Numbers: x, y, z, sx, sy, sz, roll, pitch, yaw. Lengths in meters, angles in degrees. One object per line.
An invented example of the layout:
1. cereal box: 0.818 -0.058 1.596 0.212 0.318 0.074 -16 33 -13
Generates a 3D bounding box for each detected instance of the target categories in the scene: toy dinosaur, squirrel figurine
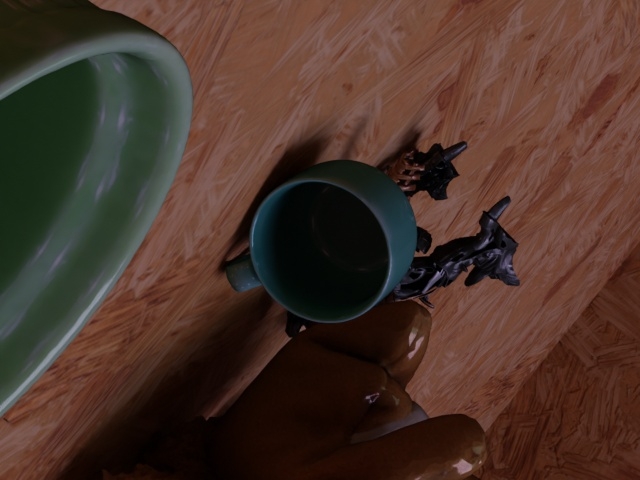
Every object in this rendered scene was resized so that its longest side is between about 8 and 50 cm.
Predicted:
1. toy dinosaur: 0.068 0.017 1.840 0.218 0.164 0.322 -27 179 -20
2. squirrel figurine: -0.020 0.289 1.730 0.370 0.397 0.281 -91 169 -56

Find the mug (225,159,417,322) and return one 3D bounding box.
1. mug: 0.005 -0.007 1.648 0.097 0.157 0.129 -35 137 -61

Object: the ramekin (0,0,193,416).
1. ramekin: -0.215 -0.016 0.899 0.303 0.148 0.303 -46 164 -17
